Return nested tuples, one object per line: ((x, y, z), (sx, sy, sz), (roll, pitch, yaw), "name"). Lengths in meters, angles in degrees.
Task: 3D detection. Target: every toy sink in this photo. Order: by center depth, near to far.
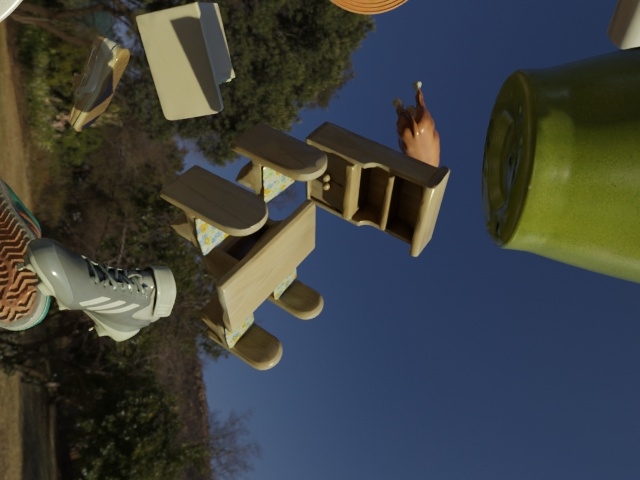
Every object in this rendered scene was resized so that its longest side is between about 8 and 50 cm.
((-0.302, -0.420, 1.123), (0.153, 0.131, 0.233), (-5, -67, 15), "toy sink")

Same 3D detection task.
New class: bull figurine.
((0.248, -0.248, 1.216), (0.310, 0.101, 0.188), (62, 18, -63), "bull figurine")

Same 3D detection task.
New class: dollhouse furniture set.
((0.000, 0.000, 0.795), (0.257, 0.394, 0.361), (28, -37, 22), "dollhouse furniture set")

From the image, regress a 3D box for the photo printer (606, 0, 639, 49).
((0.681, -0.555, 0.895), (0.107, 0.256, 0.307), (37, -6, 25), "photo printer")

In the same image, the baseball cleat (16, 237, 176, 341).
((-0.222, 0.042, 0.510), (0.072, 0.110, 0.205), (57, -14, 23), "baseball cleat")

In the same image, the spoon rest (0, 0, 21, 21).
((-0.262, -0.274, 0.388), (0.084, 0.276, 0.137), (26, -25, 23), "spoon rest")

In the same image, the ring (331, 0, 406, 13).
((0.121, -0.729, 1.142), (0.032, 0.337, 0.336), (-97, -168, -65), "ring")

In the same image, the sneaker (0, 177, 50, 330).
((-0.483, 0.015, 0.749), (0.302, 0.108, 0.121), (57, -13, 22), "sneaker")

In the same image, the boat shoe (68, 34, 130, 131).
((-0.383, -0.263, 0.796), (0.170, 0.059, 0.063), (-50, -170, 19), "boat shoe")

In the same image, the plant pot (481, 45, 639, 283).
((0.414, -0.097, 0.626), (0.366, 0.354, 0.365), (3, 90, -83), "plant pot")
